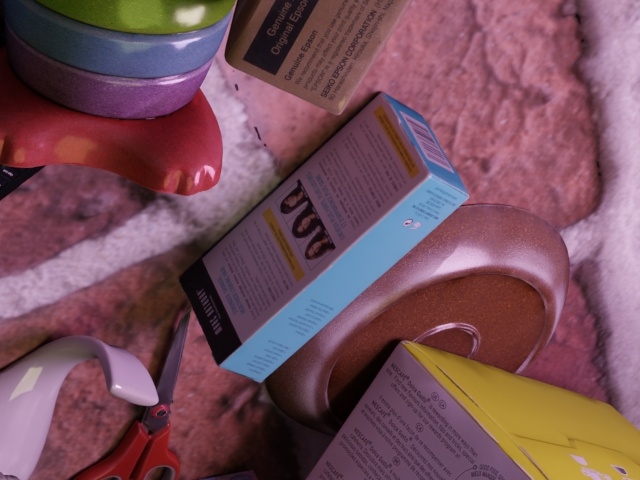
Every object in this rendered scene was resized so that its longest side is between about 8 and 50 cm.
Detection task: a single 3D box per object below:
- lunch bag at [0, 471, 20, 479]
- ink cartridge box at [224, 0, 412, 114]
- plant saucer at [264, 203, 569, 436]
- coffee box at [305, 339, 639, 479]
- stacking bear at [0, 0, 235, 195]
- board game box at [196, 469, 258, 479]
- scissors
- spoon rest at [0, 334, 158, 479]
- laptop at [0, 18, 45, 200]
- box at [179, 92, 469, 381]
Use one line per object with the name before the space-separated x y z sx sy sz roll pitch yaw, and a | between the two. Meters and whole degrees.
lunch bag | -0.400 0.255 1.450 0.235 0.169 0.287 29 84 -33
ink cartridge box | 0.028 -0.224 1.238 0.088 0.234 0.193 24 124 -11
plant saucer | 0.100 0.092 1.818 0.311 0.050 0.310 -18 142 -14
coffee box | 0.184 0.343 1.795 0.338 0.338 0.334 19 110 -44
stacking bear | -0.120 -0.200 1.248 0.175 0.164 0.289 10 122 -10
board game box | -0.112 0.265 1.914 0.090 0.020 0.090 -7 139 -24
scissors | -0.143 0.162 1.778 0.109 0.021 0.297 8 130 -34
spoon rest | -0.258 0.157 1.666 0.276 0.084 0.137 -30 144 27
laptop | -0.291 -0.026 1.361 0.264 0.136 0.234 -35 143 17
box | 0.000 0.000 1.602 0.244 0.100 0.060 -42 141 19
